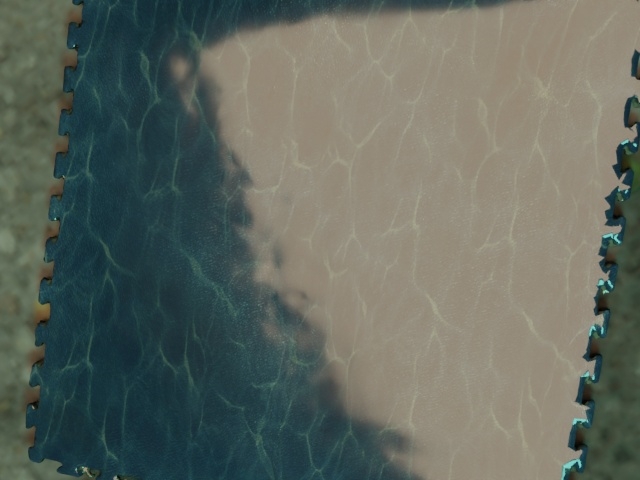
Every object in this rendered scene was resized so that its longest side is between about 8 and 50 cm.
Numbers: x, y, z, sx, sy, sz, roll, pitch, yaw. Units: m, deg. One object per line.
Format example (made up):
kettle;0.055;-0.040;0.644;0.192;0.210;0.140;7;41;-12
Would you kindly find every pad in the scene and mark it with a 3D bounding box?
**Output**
pad;0.000;0.000;0.589;0.269;0.012;0.269;8;97;12
